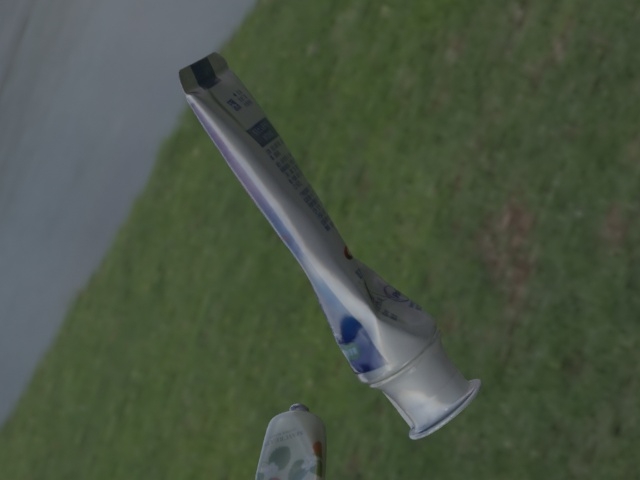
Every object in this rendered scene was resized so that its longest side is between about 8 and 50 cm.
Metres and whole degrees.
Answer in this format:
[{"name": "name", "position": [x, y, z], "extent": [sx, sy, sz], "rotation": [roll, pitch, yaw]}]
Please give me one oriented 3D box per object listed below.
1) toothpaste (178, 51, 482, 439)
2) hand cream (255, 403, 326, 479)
[{"name": "toothpaste", "position": [0.000, 0.000, 1.077], "extent": [0.061, 0.266, 0.096], "rotation": [-34, 5, 16]}, {"name": "hand cream", "position": [-0.022, 0.162, 1.039], "extent": [0.057, 0.037, 0.165], "rotation": [-19, 37, 25]}]
